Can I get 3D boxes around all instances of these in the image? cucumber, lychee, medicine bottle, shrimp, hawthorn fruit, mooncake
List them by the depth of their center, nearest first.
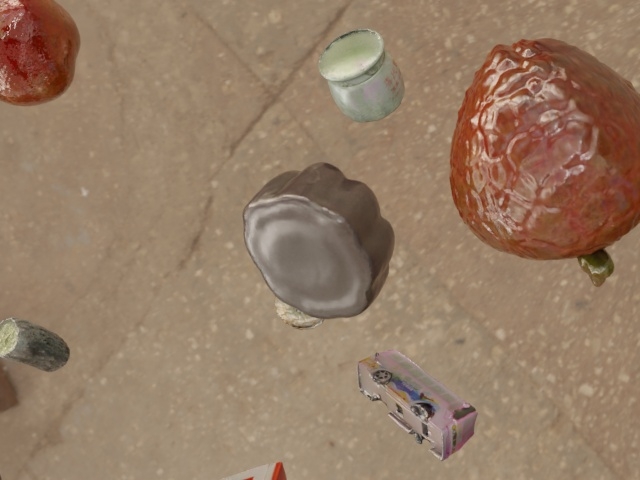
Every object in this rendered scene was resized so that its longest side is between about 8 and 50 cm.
[{"bbox_3d":[0.260,-0.077,1.006,0.255,0.255,0.300,-3,104,31],"label":"lychee"},{"bbox_3d":[-0.422,0.155,1.321,0.064,0.112,0.064,-13,63,27],"label":"cucumber"},{"bbox_3d":[-0.506,-0.335,1.468,0.196,0.225,0.196,-8,62,14],"label":"hawthorn fruit"},{"bbox_3d":[0.000,0.000,1.700,0.306,0.154,0.306,17,133,19],"label":"mooncake"},{"bbox_3d":[0.084,-0.333,1.816,0.147,0.147,0.143,1,145,30],"label":"medicine bottle"},{"bbox_3d":[-0.012,0.121,2.042,0.223,0.047,0.126,-40,86,27],"label":"shrimp"}]

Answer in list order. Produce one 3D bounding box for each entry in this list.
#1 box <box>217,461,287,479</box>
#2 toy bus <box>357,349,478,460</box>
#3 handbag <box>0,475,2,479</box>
[{"bbox_3d":[-0.142,0.326,0.985,0.229,0.123,0.050,-23,112,21],"label":"box"},{"bbox_3d":[0.187,0.317,1.785,0.274,0.112,0.090,35,137,47],"label":"toy bus"},{"bbox_3d":[-0.465,0.239,0.946,0.302,0.275,0.178,29,80,19],"label":"handbag"}]
